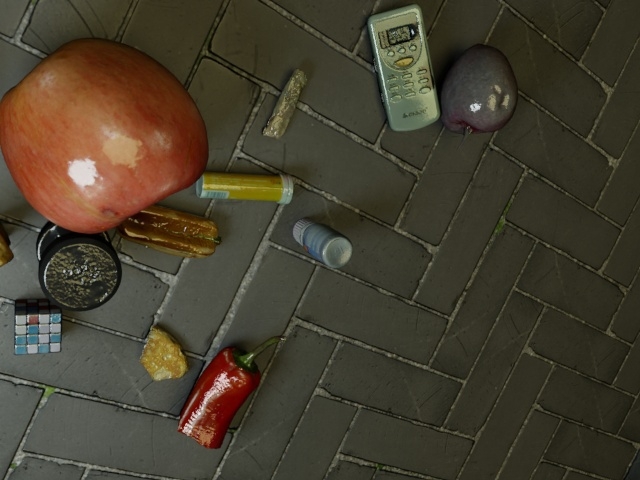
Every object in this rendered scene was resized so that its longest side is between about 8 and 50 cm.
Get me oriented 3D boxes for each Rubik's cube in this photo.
[{"bbox_3d":[-0.601,0.182,1.356,0.092,0.092,0.092,0,105,-26],"label":"Rubik's cube"}]

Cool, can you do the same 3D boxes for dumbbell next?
[{"bbox_3d":[-0.494,0.037,1.292,0.152,0.218,0.153,-8,109,-23],"label":"dumbbell"}]

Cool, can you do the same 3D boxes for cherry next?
[{"bbox_3d":[0.396,-0.364,1.608,0.183,0.213,0.266,1,95,-35],"label":"cherry"}]

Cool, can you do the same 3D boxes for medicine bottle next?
[{"bbox_3d":[-0.175,-0.125,1.483,0.218,0.074,0.074,1,104,-25],"label":"medicine bottle"},{"bbox_3d":[0.000,0.000,1.529,0.083,0.203,0.084,-8,110,-22],"label":"medicine bottle"}]

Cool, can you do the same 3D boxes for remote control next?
[{"bbox_3d":[0.205,-0.417,1.569,0.140,0.056,0.297,-13,112,5],"label":"remote control"}]

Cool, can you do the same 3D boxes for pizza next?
[{"bbox_3d":[-0.378,0.276,1.524,0.099,0.035,0.160,-37,117,-12],"label":"pizza"}]

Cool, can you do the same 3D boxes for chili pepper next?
[{"bbox_3d":[-0.218,0.335,1.565,0.134,0.131,0.338,31,95,-5],"label":"chili pepper"}]

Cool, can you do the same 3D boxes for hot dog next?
[{"bbox_3d":[-0.339,-0.020,1.438,0.250,0.076,0.104,13,80,-32],"label":"hot dog"}]

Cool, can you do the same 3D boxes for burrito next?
[{"bbox_3d":[-0.080,-0.316,1.489,0.051,0.042,0.171,20,97,-39],"label":"burrito"}]

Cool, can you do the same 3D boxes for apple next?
[{"bbox_3d":[-0.407,-0.200,1.193,0.363,0.364,0.364,-8,108,-24],"label":"apple"}]

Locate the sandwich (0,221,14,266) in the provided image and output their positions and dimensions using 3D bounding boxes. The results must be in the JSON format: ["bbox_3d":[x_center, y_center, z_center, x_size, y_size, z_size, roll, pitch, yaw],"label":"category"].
[{"bbox_3d":[-0.680,0.035,1.203,0.186,0.214,0.065,-32,115,-15],"label":"sandwich"}]
